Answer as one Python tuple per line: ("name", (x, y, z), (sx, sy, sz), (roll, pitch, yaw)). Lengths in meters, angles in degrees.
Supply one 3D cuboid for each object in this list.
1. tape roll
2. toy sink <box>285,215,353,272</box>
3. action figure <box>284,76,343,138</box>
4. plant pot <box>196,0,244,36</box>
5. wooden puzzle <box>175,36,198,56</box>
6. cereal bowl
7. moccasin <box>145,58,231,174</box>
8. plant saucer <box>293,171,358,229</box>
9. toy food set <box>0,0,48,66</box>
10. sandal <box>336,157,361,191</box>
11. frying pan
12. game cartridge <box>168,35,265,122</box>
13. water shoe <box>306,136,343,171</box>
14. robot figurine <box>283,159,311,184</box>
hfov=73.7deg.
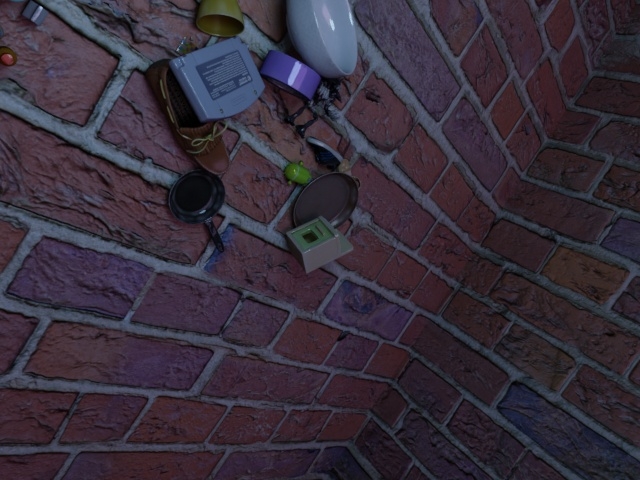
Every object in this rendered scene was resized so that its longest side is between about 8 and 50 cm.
("tape roll", (-0.099, -0.532, 1.385), (0.189, 0.189, 0.080), (19, 102, -45))
("toy sink", (0.000, 0.000, 1.754), (0.234, 0.152, 0.131), (-25, 136, -16))
("action figure", (0.005, -0.494, 1.534), (0.275, 0.141, 0.164), (-48, 135, -2))
("plant pot", (-0.283, -0.655, 1.211), (0.134, 0.134, 0.095), (-1, 91, -40))
("wooden puzzle", (-0.391, -0.558, 1.250), (0.049, 0.006, 0.083), (33, 92, -46))
("cereal bowl", (-0.009, -0.679, 1.353), (0.339, 0.141, 0.338), (25, 61, -59))
("moccasin", (-0.372, -0.355, 1.286), (0.139, 0.147, 0.380), (-34, 133, -20))
("plant saucer", (0.017, -0.156, 1.781), (0.311, 0.050, 0.310), (-21, 135, -23))
("toy food set", (-0.685, -0.513, 0.954), (0.111, 0.104, 0.232), (32, 92, -46))
("sandal", (0.134, -0.243, 1.836), (0.088, 0.079, 0.240), (-40, 134, -15))
("frying pan", (-0.388, -0.116, 1.487), (0.197, 0.053, 0.326), (-49, 138, -6))
("game cartridge", (-0.285, -0.464, 1.244), (0.297, 0.062, 0.198), (-51, 127, -45))
("water shoe", (0.012, -0.335, 1.682), (0.203, 0.073, 0.080), (25, 100, -45))
("robot figurine", (-0.090, -0.258, 1.644), (0.115, 0.067, 0.101), (17, 113, -45))
